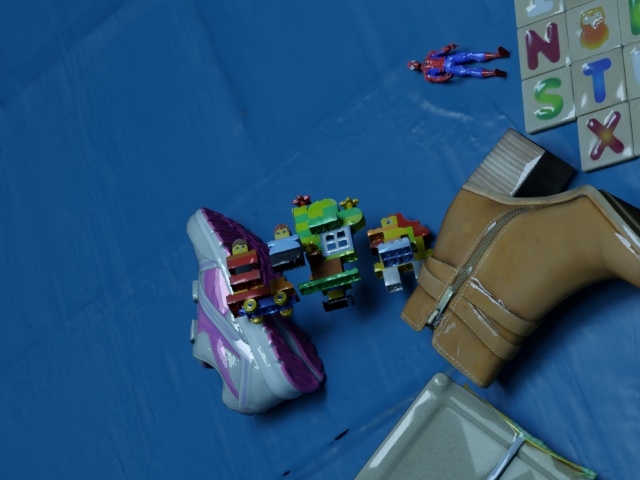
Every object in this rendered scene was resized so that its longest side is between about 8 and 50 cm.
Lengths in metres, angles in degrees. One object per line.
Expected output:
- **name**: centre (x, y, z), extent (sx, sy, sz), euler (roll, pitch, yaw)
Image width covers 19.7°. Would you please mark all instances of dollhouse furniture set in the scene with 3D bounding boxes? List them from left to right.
- **dollhouse furniture set**: centre (0.104, 0.299, 1.734), extent (0.197, 0.151, 0.301), euler (36, 83, 20)

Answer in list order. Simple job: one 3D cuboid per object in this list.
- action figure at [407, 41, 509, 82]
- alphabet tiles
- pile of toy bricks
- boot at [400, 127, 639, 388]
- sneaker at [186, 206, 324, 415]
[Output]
- **action figure**: centre (0.136, -0.180, 1.880), extent (0.115, 0.030, 0.038), euler (0, 82, 41)
- **alphabet tiles**: centre (0.310, -0.246, 1.768), extent (0.285, 0.011, 0.342), euler (-17, 66, 35)
- **pile of toy bricks**: centre (0.000, 0.000, 1.836), extent (0.212, 0.118, 0.105), euler (-15, 57, 6)
- **boot**: centre (0.199, 0.042, 1.702), extent (0.283, 0.109, 0.220), euler (38, 100, 42)
- **sneaker**: centre (-0.097, 0.077, 1.941), extent (0.111, 0.103, 0.252), euler (-38, 55, 22)
